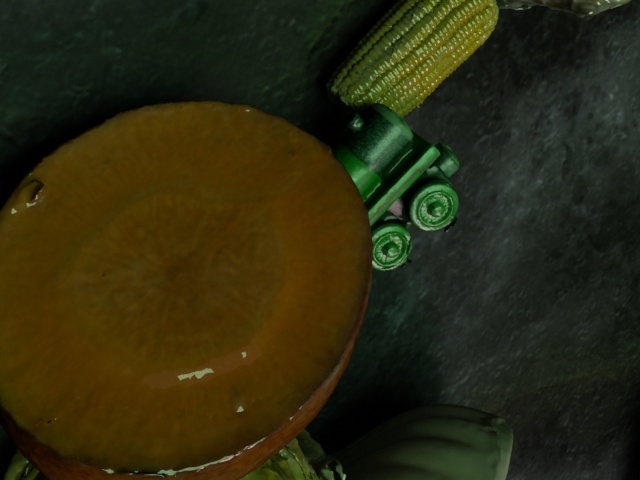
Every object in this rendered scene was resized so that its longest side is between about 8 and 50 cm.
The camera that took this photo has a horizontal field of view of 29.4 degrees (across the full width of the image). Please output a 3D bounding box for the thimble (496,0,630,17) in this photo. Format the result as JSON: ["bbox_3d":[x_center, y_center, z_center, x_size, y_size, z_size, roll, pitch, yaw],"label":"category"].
[{"bbox_3d":[0.213,-0.277,1.012,0.137,0.143,0.190,17,96,-39],"label":"thimble"}]

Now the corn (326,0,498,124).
[{"bbox_3d":[0.077,-0.158,1.008,0.165,0.063,0.085,-46,151,-12],"label":"corn"}]

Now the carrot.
[{"bbox_3d":[-0.094,0.036,0.852,0.307,0.100,0.258,-42,89,-19],"label":"carrot"}]

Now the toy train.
[{"bbox_3d":[0.000,0.000,0.974,0.251,0.085,0.119,-47,122,2],"label":"toy train"}]

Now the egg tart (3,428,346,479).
[{"bbox_3d":[-0.106,0.220,0.899,0.290,0.107,0.291,2,80,-10],"label":"egg tart"}]

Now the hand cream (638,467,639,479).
[{"bbox_3d":[0.388,0.318,1.415,0.065,0.043,0.171,-8,108,-34],"label":"hand cream"}]

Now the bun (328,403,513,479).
[{"bbox_3d":[0.053,0.252,1.065,0.263,0.175,0.263,19,90,-82],"label":"bun"}]
